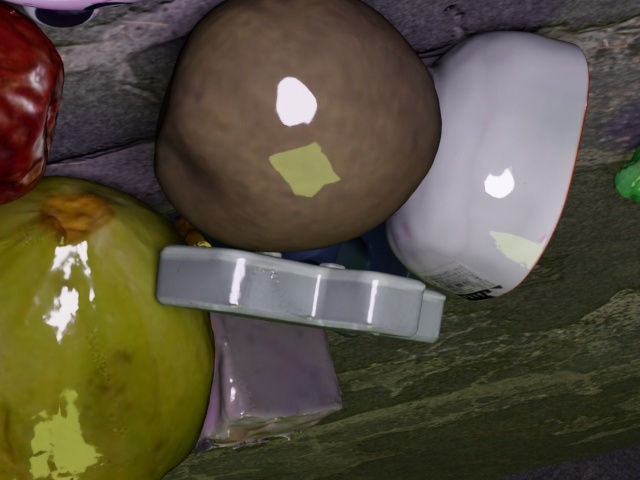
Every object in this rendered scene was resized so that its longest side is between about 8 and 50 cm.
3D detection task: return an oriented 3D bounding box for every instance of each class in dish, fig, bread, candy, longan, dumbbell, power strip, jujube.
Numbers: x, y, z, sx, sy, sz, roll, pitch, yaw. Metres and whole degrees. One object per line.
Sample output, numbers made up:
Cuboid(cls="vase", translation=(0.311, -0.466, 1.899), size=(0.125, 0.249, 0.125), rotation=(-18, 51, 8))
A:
Cuboid(cls="dish", translation=(0.127, -0.075, 1.328), size=(0.117, 0.256, 0.256), rotation=(18, 151, -13))
Cuboid(cls="fig", translation=(-0.249, 0.088, 1.435), size=(0.343, 0.343, 0.343), rotation=(-10, 159, -4))
Cuboid(cls="bread", translation=(-0.128, 0.003, 1.621), size=(0.083, 0.046, 0.081), rotation=(-21, 151, 16))
Cuboid(cls="candy", translation=(-0.087, 0.153, 1.836), size=(0.184, 0.195, 0.137), rotation=(-1, 159, -35))
Cuboid(cls="longan", translation=(-0.026, -0.092, 1.208), size=(0.246, 0.215, 0.246), rotation=(-6, 136, -6))
Cuboid(cls="dumbbell", translation=(0.000, 0.000, 1.562), size=(0.143, 0.156, 0.316), rotation=(-46, 153, 5))
Cuboid(cls="power strip", translation=(0.007, 0.050, 1.329), size=(0.265, 0.059, 0.193), rotation=(12, 174, -39))
Cuboid(cls="jujube", translation=(-0.313, -0.101, 1.079), size=(0.243, 0.183, 0.183), rotation=(12, 155, -6))

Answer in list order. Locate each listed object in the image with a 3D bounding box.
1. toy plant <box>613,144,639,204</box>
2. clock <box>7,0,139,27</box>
Cuboid(cls="toy plant", translation=(0.413, -0.112, 1.574), size=(0.240, 0.088, 0.154), rotation=(-40, 159, 32))
Cuboid(cls="clock", translation=(-0.159, -0.228, 0.971), size=(0.227, 0.090, 0.248), rotation=(-18, 160, 16))
